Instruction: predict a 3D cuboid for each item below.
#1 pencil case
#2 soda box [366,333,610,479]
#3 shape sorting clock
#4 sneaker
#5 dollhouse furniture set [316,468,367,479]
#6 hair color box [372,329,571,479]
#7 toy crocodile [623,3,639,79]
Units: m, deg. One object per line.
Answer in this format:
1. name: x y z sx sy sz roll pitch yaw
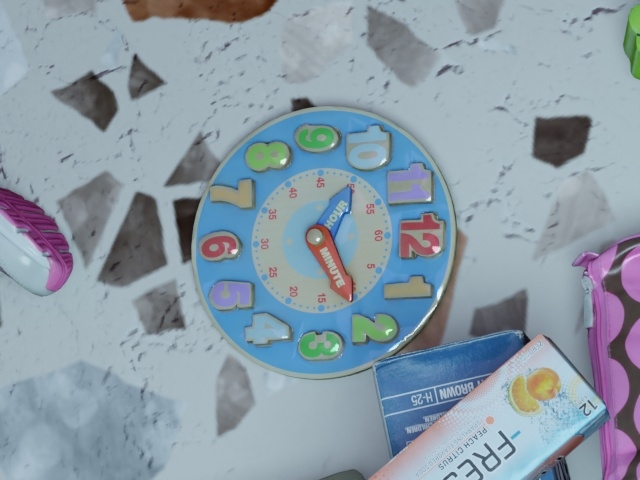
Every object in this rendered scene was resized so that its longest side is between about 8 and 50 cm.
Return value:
1. pencil case: 0.222 0.098 1.143 0.098 0.095 0.209 13 51 -18
2. soda box: 0.086 0.139 1.036 0.183 0.058 0.063 -40 73 2
3. shape sorting clock: 0.000 0.000 1.278 0.206 0.040 0.206 -3 78 13
4. sneaker: -0.303 -0.006 1.332 0.252 0.103 0.111 25 90 24
5. dollhouse furniture set: -0.075 0.292 1.227 0.301 0.151 0.197 -19 95 -8
6. hair color box: 0.129 0.246 1.126 0.105 0.174 0.347 -13 76 9
7. toy crocodile: 0.369 -0.094 1.166 0.341 0.115 0.105 21 80 15
